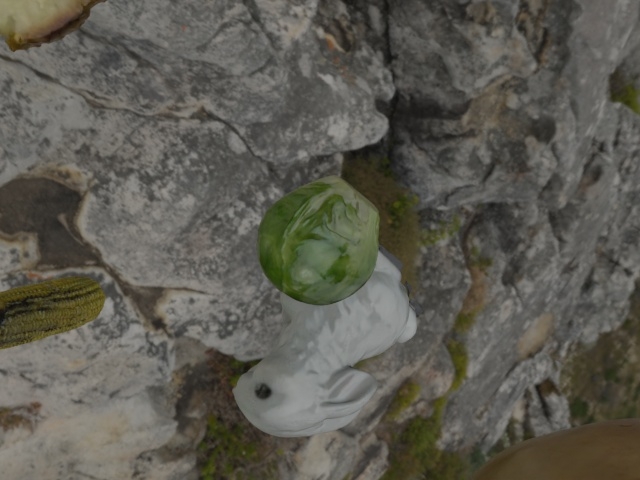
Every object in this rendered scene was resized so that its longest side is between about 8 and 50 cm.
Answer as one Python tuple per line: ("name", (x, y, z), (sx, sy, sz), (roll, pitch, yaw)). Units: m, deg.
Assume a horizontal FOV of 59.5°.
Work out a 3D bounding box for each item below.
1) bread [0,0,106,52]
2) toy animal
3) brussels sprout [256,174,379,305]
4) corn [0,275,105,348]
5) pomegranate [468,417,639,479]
("bread", (-0.154, -0.324, 0.415), (0.279, 0.279, 0.207), (-23, 128, 14))
("toy animal", (0.022, 0.183, 0.955), (0.357, 0.258, 0.194), (-58, -176, -32))
("brussels sprout", (0.001, 0.001, 0.657), (0.155, 0.155, 0.117), (-55, 176, 4))
("corn", (-0.334, 0.084, 0.658), (0.072, 0.072, 0.203), (-61, 168, 12))
("pomegranate", (0.246, 0.329, 0.399), (0.411, 0.411, 0.411), (-26, 135, -29))
